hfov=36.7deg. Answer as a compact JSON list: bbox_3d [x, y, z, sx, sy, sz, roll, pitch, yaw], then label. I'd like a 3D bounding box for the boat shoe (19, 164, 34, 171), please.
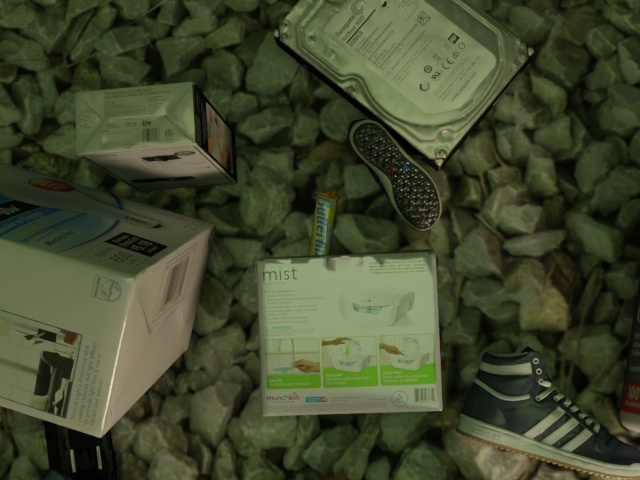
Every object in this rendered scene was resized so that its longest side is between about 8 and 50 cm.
[{"bbox_3d":[-0.513,-0.072,1.542,0.043,0.049,0.137,42,94,10],"label":"boat shoe"}]

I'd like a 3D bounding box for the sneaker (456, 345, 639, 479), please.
[{"bbox_3d":[0.353,0.246,1.409,0.282,0.099,0.153,14,87,9],"label":"sneaker"}]

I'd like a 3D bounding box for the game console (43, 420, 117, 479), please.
[{"bbox_3d":[-0.342,0.413,1.478,0.213,0.044,0.361,-9,85,3],"label":"game console"}]

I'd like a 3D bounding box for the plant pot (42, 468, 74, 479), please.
[{"bbox_3d":[-0.379,0.472,1.337,0.272,0.271,0.255,35,73,7],"label":"plant pot"}]

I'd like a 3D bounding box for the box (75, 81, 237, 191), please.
[{"bbox_3d":[-0.229,-0.142,1.403,0.169,0.290,0.087,-5,82,6],"label":"box"}]

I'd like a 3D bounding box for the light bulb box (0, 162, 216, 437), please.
[{"bbox_3d":[-0.382,0.061,1.340,0.361,0.358,0.225,16,104,6],"label":"light bulb box"}]

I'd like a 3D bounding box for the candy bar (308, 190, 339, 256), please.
[{"bbox_3d":[0.000,0.000,1.505,0.040,0.018,0.161,8,86,5],"label":"candy bar"}]

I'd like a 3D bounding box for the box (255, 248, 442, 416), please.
[{"bbox_3d":[0.043,0.133,1.423,0.262,0.127,0.231,-3,88,4],"label":"box"}]

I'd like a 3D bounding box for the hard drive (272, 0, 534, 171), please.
[{"bbox_3d":[0.127,-0.302,1.504,0.339,0.064,0.237,40,88,8],"label":"hard drive"}]

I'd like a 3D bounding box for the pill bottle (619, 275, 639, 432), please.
[{"bbox_3d":[0.549,0.101,1.352,0.210,0.210,0.362,9,85,6],"label":"pill bottle"}]

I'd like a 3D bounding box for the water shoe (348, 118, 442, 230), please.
[{"bbox_3d":[0.117,-0.107,1.483,0.073,0.080,0.203,-35,107,4],"label":"water shoe"}]
